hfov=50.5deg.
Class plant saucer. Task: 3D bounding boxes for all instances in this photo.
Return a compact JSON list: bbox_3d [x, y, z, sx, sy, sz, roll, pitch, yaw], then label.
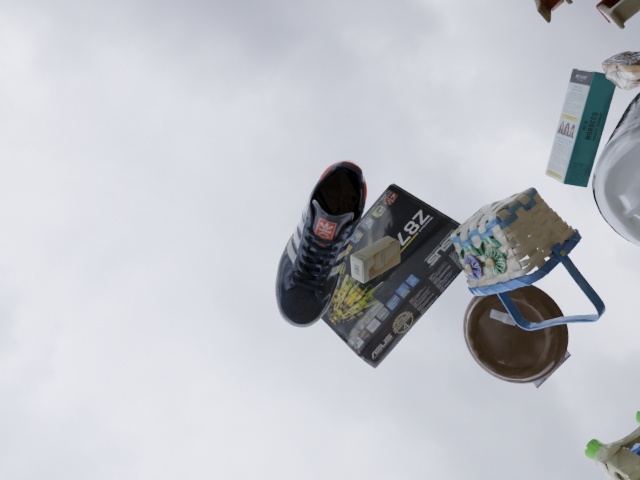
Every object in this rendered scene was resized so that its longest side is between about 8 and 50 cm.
[{"bbox_3d":[0.499,0.242,1.766,0.041,0.278,0.278,-12,-109,-57],"label":"plant saucer"}]

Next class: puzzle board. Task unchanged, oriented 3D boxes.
[{"bbox_3d":[0.616,0.334,1.835,0.011,0.128,0.096,40,-168,-5],"label":"puzzle board"}]

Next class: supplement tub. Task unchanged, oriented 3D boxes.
[{"bbox_3d":[0.529,-0.132,1.000,0.193,0.193,0.316,49,-138,-1],"label":"supplement tub"}]

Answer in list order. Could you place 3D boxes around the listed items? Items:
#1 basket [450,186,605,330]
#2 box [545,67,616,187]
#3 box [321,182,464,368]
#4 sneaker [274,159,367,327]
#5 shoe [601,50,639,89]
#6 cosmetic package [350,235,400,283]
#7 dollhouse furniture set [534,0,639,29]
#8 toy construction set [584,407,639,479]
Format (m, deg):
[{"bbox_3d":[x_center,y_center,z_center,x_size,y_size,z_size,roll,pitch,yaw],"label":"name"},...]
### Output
[{"bbox_3d":[0.419,0.056,1.399,0.201,0.255,0.289,-40,-87,-26],"label":"basket"},{"bbox_3d":[0.571,-0.248,1.491,0.060,0.244,0.100,7,-163,-9],"label":"box"},{"bbox_3d":[0.161,0.077,1.696,0.097,0.395,0.318,43,179,-41],"label":"box"},{"bbox_3d":[0.000,0.000,1.327,0.131,0.148,0.350,17,-97,-4],"label":"sneaker"},{"bbox_3d":[0.574,-0.308,1.232,0.219,0.076,0.058,-67,-46,-73],"label":"shoe"},{"bbox_3d":[0.122,0.041,1.486,0.115,0.060,0.041,-28,-143,-31],"label":"cosmetic package"},{"bbox_3d":[0.568,-0.570,1.409,0.259,0.262,0.135,37,-147,-23],"label":"dollhouse furniture set"},{"bbox_3d":[0.478,0.351,0.911,0.215,0.151,0.328,-41,-77,-15],"label":"toy construction set"}]
